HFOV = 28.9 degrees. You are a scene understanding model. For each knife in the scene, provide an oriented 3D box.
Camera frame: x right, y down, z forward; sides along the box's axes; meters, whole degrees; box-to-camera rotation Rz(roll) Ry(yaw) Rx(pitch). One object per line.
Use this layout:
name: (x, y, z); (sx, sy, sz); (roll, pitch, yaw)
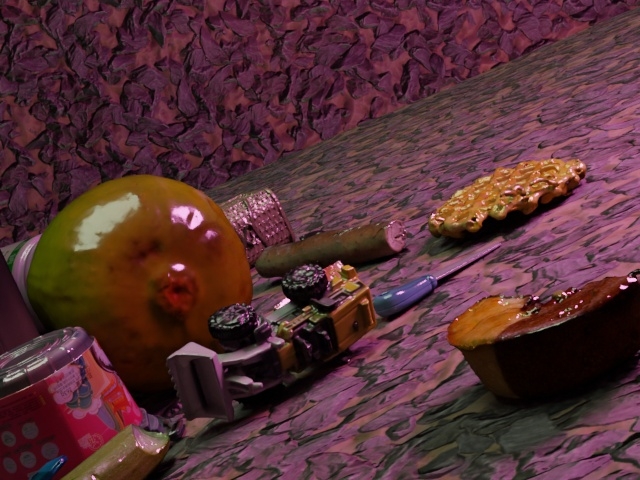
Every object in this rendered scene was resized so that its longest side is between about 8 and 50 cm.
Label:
knife: (-0.363, 0.317, 1.416); (0.296, 0.026, 0.044); (-42, 0, 39)
knife: (0.167, 0.051, 1.786); (0.244, 0.032, 0.058); (-27, 2, -37)

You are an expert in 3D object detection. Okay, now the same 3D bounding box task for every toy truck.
toy truck: (-0.054, 0.134, 1.595); (0.286, 0.136, 0.111); (-31, 34, -26)

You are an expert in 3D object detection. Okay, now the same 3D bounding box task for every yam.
yam: (0.014, 0.018, 2.136); (0.317, 0.067, 0.071); (-12, 3, 41)

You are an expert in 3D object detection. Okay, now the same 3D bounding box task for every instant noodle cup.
instant noodle cup: (-0.351, 0.227, 1.621); (0.302, 0.181, 0.258); (-25, 12, -3)

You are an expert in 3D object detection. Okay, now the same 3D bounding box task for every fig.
fig: (-0.279, 0.061, 1.846); (0.343, 0.343, 0.343); (-23, 11, 5)

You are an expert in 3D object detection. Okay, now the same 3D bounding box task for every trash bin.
trash bin: (-0.665, 0.139, 2.372); (0.203, 0.301, 0.252); (-31, 16, -34)

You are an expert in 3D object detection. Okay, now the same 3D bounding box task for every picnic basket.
picnic basket: (-0.172, -0.005, 2.453); (0.196, 0.134, 0.154); (-29, 13, -27)

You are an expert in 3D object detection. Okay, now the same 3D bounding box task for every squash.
squash: (-0.262, 0.287, 1.460); (0.069, 0.069, 0.239); (-14, 15, 41)

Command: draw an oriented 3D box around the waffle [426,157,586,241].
waffle: (0.292, -0.070, 2.006); (0.281, 0.060, 0.262); (-27, 8, -20)

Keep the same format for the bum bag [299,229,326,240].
bum bag: (0.000, -0.001, 2.333); (0.058, 0.034, 0.124); (-13, 8, -18)

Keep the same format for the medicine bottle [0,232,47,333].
medicine bottle: (-0.580, 0.090, 2.646); (0.325, 0.212, 0.212); (-14, 15, 44)

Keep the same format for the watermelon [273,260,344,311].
watermelon: (-0.002, 0.105, 1.777); (0.163, 0.087, 0.069); (-34, -16, -46)

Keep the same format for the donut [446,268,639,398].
donut: (0.221, 0.105, 1.267); (0.141, 0.085, 0.217); (-32, 13, -35)
